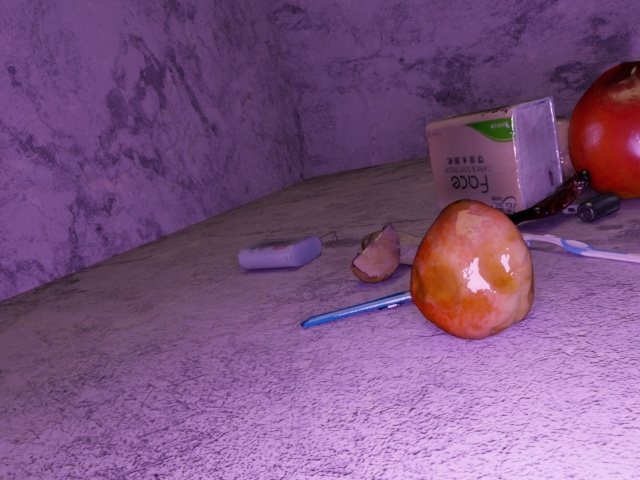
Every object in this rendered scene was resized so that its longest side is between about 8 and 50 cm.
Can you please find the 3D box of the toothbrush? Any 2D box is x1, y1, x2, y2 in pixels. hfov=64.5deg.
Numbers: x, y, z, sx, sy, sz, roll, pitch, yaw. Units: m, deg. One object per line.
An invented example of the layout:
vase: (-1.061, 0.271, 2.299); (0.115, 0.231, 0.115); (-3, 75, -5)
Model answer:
toothbrush: (0.571, 0.014, 1.110); (0.040, 0.040, 0.386); (-20, 14, -25)

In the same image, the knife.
knife: (0.100, 0.145, 1.096); (0.296, 0.026, 0.044); (-16, 10, 4)

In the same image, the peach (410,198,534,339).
peach: (0.267, 0.044, 0.883); (0.214, 0.235, 0.214); (-4, 15, 1)

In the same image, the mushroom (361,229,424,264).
mushroom: (0.228, 0.022, 1.350); (0.107, 0.087, 0.333); (-19, 16, -25)

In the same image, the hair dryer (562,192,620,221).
hair dryer: (0.704, -0.085, 1.394); (0.100, 0.057, 0.197); (-18, 5, -17)

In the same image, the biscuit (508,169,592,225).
biscuit: (0.637, -0.105, 1.406); (0.235, 0.063, 0.151); (-33, -2, -17)

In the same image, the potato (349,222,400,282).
potato: (0.152, 0.051, 1.297); (0.100, 0.089, 0.172); (34, 58, 13)

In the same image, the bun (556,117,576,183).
bun: (0.749, -0.269, 1.670); (0.259, 0.259, 0.152); (-2, 29, 43)

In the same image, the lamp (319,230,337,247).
lamp: (-0.001, 0.000, 1.750); (0.121, 0.054, 0.041); (-8, 14, 27)

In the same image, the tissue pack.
tissue pack: (0.552, -0.262, 1.649); (0.205, 0.332, 0.405); (-18, 12, -23)

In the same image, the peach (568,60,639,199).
peach: (0.889, -0.306, 1.410); (0.388, 0.388, 0.388); (-13, 13, 3)

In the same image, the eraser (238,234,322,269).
eraser: (-0.133, 0.039, 1.672); (0.227, 0.081, 0.174); (-6, 12, 36)

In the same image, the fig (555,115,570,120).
fig: (0.848, -0.333, 1.879); (0.239, 0.239, 0.271); (-9, 1, 23)
